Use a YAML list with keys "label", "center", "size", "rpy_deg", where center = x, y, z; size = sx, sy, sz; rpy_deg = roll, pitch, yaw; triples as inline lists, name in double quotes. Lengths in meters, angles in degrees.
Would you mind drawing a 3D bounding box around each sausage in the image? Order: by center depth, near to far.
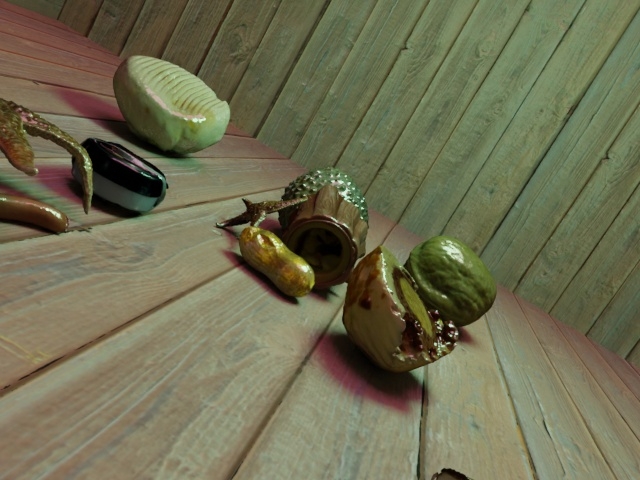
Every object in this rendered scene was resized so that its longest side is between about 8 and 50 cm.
- label: "sausage"
  center: [-0.458, -0.046, 0.898]
  size: [0.047, 0.040, 0.176]
  rpy_deg: [37, 12, 34]

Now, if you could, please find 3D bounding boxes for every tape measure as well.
- label: "tape measure"
  center: [-0.402, -0.129, 1.213]
  size: [0.182, 0.107, 0.181]
  rpy_deg: [33, 9, 16]

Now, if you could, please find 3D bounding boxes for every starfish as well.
- label: "starfish"
  center: [-0.550, -0.161, 0.957]
  size: [0.397, 0.132, 0.384]
  rpy_deg: [21, 19, -14]
- label: "starfish"
  center: [-0.141, -0.066, 1.435]
  size: [0.212, 0.057, 0.238]
  rpy_deg: [-12, 18, 15]

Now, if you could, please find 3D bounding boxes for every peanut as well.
- label: "peanut"
  center: [-0.096, 0.045, 1.285]
  size: [0.206, 0.087, 0.087]
  rpy_deg: [39, 14, 25]

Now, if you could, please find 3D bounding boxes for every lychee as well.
- label: "lychee"
  center: [0.009, -0.074, 1.695]
  size: [0.274, 0.256, 0.255]
  rpy_deg: [-25, 49, -36]

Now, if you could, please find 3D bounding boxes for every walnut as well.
- label: "walnut"
  center: [0.361, 0.120, 1.719]
  size: [0.282, 0.227, 0.283]
  rpy_deg: [19, 45, -21]

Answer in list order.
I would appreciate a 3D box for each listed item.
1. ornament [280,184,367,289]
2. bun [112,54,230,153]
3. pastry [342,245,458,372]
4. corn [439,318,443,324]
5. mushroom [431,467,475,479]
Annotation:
- label: "ornament"
  center: [0.000, 0.000, 1.449]
  size: [0.221, 0.236, 0.218]
  rpy_deg: [-3, 14, 7]
- label: "bun"
  center: [-0.475, -0.398, 1.872]
  size: [0.365, 0.219, 0.365]
  rpy_deg: [27, 29, -17]
- label: "pastry"
  center: [0.126, 0.148, 1.170]
  size: [0.237, 0.170, 0.256]
  rpy_deg: [60, 21, 16]
- label: "corn"
  center: [0.307, 0.225, 1.615]
  size: [0.037, 0.037, 0.092]
  rpy_deg: [31, 14, 5]
- label: "mushroom"
  center: [0.228, 0.369, 0.759]
  size: [0.094, 0.072, 0.210]
  rpy_deg: [33, 8, -31]
